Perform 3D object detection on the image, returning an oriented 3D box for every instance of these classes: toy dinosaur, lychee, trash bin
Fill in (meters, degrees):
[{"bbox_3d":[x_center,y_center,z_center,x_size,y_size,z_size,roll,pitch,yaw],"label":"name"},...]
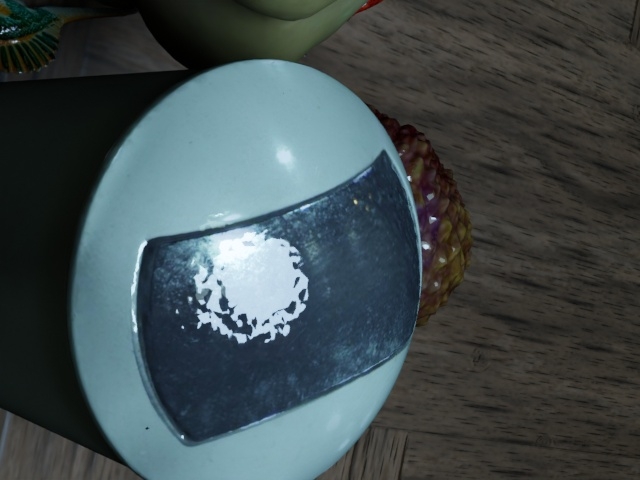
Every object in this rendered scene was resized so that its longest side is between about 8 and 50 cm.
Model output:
[{"bbox_3d":[-0.236,-0.161,1.092,0.187,0.106,0.044,11,132,-17],"label":"toy dinosaur"},{"bbox_3d":[0.000,0.000,1.255,0.271,0.271,0.271,-8,102,-42],"label":"lychee"},{"bbox_3d":[-0.136,0.013,0.985,0.280,0.432,0.280,-7,100,-42],"label":"trash bin"}]

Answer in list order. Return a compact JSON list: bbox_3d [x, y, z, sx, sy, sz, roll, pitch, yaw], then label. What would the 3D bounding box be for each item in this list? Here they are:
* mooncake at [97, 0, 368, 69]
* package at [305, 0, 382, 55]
[{"bbox_3d":[-0.105,-0.340,0.961,0.262,0.467,0.467,-48,126,-15],"label":"mooncake"},{"bbox_3d":[0.013,-0.228,1.277,0.269,0.071,0.194,-52,170,-39],"label":"package"}]
